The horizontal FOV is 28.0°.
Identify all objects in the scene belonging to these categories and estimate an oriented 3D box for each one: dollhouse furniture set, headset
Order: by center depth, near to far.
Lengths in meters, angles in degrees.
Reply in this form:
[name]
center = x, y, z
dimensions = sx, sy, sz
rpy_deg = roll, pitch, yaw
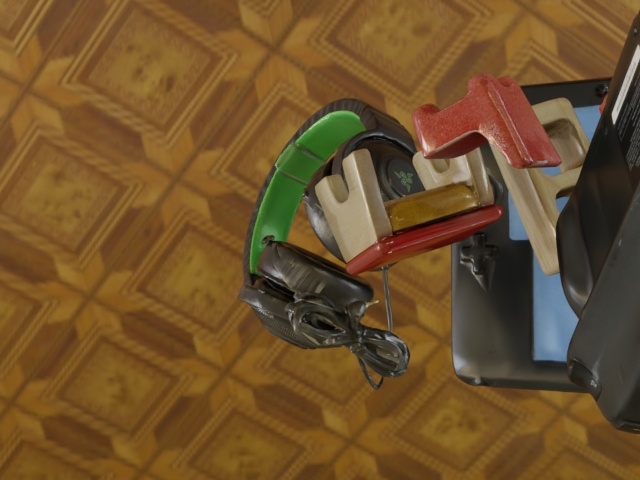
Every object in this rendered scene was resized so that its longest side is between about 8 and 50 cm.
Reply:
[dollhouse furniture set]
center = 0.214, -0.049, 0.886
dimensions = 0.374, 0.201, 0.152
rpy_deg = -18, 80, -25
[headset]
center = 0.000, 0.000, 1.272
dimensions = 0.185, 0.394, 0.243
rpy_deg = 24, 113, -29

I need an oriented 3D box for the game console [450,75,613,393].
[game console]
center = 0.310, -0.005, 1.381
dimensions = 0.387, 0.060, 0.342
rpy_deg = -1, 85, 38

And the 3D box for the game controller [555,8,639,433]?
[game controller]
center = 0.180, -0.038, 0.644
dimensions = 0.067, 0.166, 0.319
rpy_deg = 6, 143, -1
